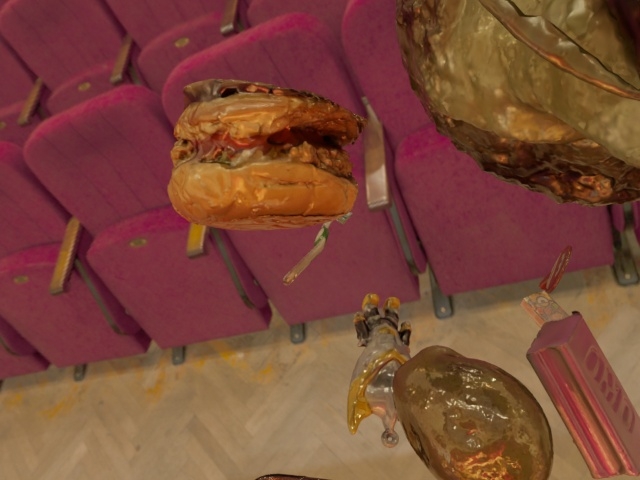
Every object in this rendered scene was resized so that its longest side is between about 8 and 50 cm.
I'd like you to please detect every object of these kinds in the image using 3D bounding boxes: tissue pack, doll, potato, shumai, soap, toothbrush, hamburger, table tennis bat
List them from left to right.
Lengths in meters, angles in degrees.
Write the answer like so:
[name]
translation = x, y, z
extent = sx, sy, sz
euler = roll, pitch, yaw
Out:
[hamburger]
translation = -0.068, -0.092, 0.655
extent = 0.244, 0.244, 0.163
euler = 5, 87, 32
[toothbrush]
translation = -0.002, -0.001, 0.838
extent = 0.030, 0.030, 0.304
euler = -11, 17, 23
[doll]
translation = 0.132, 0.246, 1.038
extent = 0.103, 0.145, 0.316
euler = -41, 32, 34
[potato]
translation = 0.192, 0.238, 0.697
extent = 0.235, 0.160, 0.178
euler = 38, 107, 41
[tissue pack]
translation = 0.480, 0.150, 1.133
extent = 0.063, 0.035, 0.083
euler = -18, 50, -22
[table tennis bat]
translation = 0.457, 0.065, 1.031
extent = 0.019, 0.155, 0.098
euler = 24, 73, 15
[soap]
translation = 0.381, 0.218, 0.755
extent = 0.065, 0.122, 0.203
euler = -32, 86, 39
[shumai]
translation = 0.236, -0.168, 0.363
extent = 0.395, 0.395, 0.348
euler = -14, 18, 21

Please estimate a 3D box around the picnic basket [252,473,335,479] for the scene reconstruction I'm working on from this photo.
[picnic basket]
translation = -0.052, 0.685, 1.315
extent = 0.222, 0.296, 0.129
euler = -52, 29, 41
